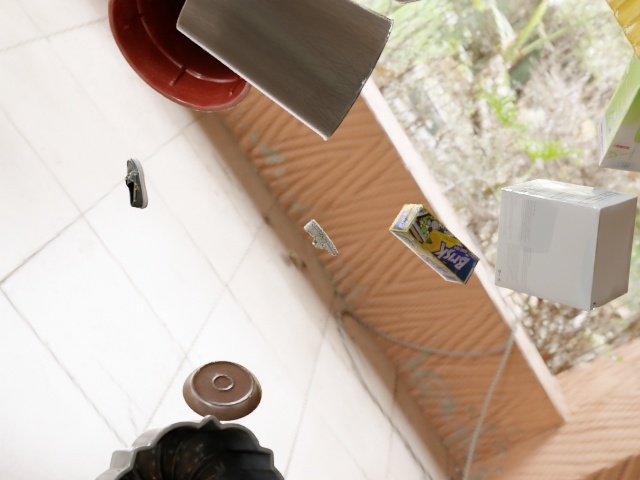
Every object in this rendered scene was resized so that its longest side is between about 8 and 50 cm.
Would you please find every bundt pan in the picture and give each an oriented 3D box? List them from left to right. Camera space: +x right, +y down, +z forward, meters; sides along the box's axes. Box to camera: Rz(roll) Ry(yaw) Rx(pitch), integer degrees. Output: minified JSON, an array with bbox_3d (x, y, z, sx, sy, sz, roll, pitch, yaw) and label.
[{"bbox_3d":[-0.209,0.415,1.254,0.331,0.124,0.330,2,86,-41],"label":"bundt pan"}]

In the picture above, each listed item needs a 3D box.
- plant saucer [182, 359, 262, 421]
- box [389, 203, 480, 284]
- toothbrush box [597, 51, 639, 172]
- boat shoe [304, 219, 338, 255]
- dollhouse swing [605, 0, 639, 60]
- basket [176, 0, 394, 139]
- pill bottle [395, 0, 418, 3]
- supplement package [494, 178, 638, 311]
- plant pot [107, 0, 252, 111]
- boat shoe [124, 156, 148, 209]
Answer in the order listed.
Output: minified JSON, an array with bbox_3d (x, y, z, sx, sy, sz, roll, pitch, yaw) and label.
[{"bbox_3d":[-0.204,0.306,1.803,0.168,0.169,0.029,-99,-163,-53],"label":"plant saucer"},{"bbox_3d":[0.202,0.008,1.516,0.169,0.059,0.054,39,-15,-28],"label":"box"},{"bbox_3d":[0.713,-0.264,1.767,0.283,0.206,0.122,95,4,-59],"label":"toothbrush box"},{"bbox_3d":[0.000,0.000,1.882,0.100,0.035,0.035,51,6,-27],"label":"boat shoe"},{"bbox_3d":[0.350,-0.360,0.834,0.305,0.315,0.346,26,38,-29],"label":"dollhouse swing"},{"bbox_3d":[-0.047,-0.258,1.064,0.227,0.154,0.204,31,44,-8],"label":"basket"},{"bbox_3d":[0.185,-0.435,1.365,0.094,0.169,0.094,-2,93,-42],"label":"pill bottle"},{"bbox_3d":[0.454,0.002,1.604,0.149,0.203,0.194,-15,113,-43],"label":"supplement package"},{"bbox_3d":[-0.177,-0.411,1.487,0.272,0.272,0.265,51,49,-26],"label":"plant pot"},{"bbox_3d":[-0.452,-0.141,2.093,0.040,0.049,0.142,1,62,-40],"label":"boat shoe"}]
